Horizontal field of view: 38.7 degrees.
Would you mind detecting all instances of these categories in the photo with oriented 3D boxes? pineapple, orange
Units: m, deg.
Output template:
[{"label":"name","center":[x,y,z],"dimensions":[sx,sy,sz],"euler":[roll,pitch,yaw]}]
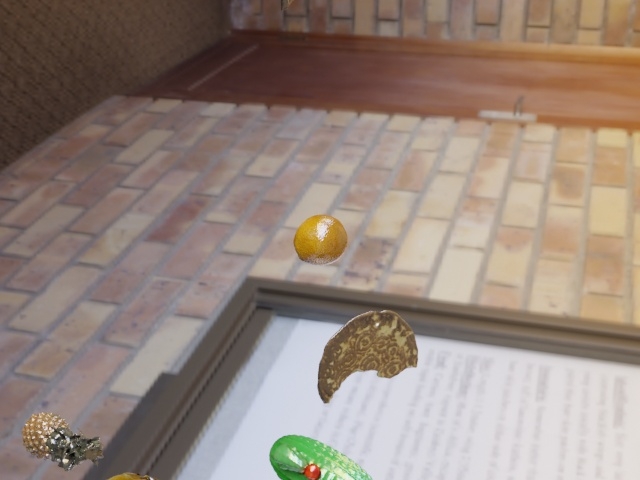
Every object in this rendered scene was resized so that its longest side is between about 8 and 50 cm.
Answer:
[{"label":"pineapple","center":[-0.378,0.298,1.338],"dimensions":[0.074,0.159,0.074],"euler":[-7,100,-44]},{"label":"orange","center":[0.000,0.000,1.401],"dimensions":[0.085,0.085,0.085],"euler":[6,90,-75]}]

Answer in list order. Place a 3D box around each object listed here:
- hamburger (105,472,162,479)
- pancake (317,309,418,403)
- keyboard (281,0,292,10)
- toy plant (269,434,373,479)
[{"label":"hamburger","center":[-0.224,0.464,1.067],"dimensions":[0.318,0.195,0.276],"euler":[51,29,-19]},{"label":"pancake","center":[0.083,0.201,1.518],"dimensions":[0.191,0.020,0.184],"euler":[24,91,-30]},{"label":"keyboard","center":[-0.033,-0.348,0.962],"dimensions":[0.063,0.010,0.198],"euler":[-71,165,-64]},{"label":"toy plant","center":[0.030,0.366,1.355],"dimensions":[0.088,0.240,0.154],"euler":[-61,171,-12]}]
